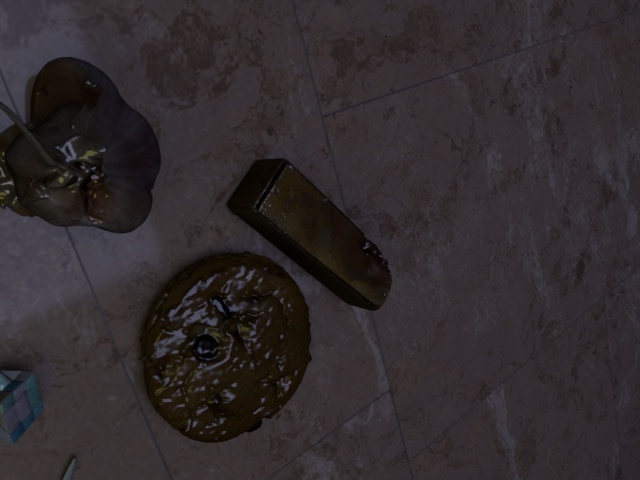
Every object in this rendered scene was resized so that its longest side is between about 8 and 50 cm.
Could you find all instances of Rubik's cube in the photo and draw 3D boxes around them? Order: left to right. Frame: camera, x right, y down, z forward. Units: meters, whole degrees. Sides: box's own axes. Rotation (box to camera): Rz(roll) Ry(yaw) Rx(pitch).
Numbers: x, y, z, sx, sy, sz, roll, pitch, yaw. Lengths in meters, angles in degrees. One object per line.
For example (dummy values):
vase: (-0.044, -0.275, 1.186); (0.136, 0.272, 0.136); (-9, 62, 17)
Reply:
Rubik's cube: (-0.379, 0.188, 0.635); (0.073, 0.075, 0.084); (1, 98, 9)

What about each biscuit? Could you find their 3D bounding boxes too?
biscuit: (-0.127, 0.162, 0.811); (0.296, 0.075, 0.295); (-6, 100, -35)

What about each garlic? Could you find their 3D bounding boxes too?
garlic: (-0.304, -0.096, 0.586); (0.257, 0.207, 0.206); (10, 90, -74)

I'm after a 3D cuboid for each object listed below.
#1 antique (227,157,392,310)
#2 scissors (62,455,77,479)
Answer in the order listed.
antique: (0.000, 0.000, 0.876); (0.310, 0.087, 0.093); (41, 71, -32)
scissors: (-0.344, 0.343, 0.714); (0.058, 0.014, 0.119); (19, 89, -37)
